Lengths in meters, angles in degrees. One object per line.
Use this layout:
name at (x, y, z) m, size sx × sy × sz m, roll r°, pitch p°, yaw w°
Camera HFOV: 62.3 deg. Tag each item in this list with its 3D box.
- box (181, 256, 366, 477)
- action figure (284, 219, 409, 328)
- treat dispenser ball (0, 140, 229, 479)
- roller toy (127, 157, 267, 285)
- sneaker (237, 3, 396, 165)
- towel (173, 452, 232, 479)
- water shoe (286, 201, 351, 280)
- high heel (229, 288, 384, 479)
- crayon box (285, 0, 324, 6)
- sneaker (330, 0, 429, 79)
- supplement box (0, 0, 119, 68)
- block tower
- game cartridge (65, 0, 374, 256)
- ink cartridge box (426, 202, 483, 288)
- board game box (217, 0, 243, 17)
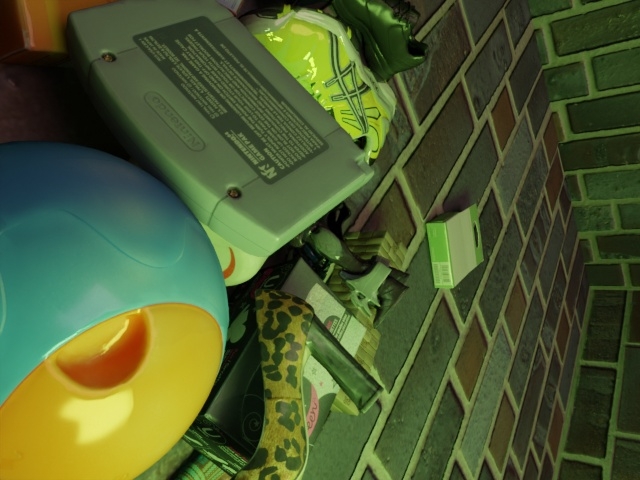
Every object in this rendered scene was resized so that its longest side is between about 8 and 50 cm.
box at (-0.070, 0.173, 0.714) m, size 0.163 × 0.142 × 0.247 m, roll 48°, pitch 51°, yaw -21°
action figure at (0.000, 0.000, 0.779) m, size 0.099 × 0.285 × 0.185 m, roll -50°, pitch 174°, yaw -3°
treat dispenser ball at (-0.220, 0.065, 0.430) m, size 0.288 × 0.288 × 0.288 m, roll 4°, pitch 84°, yaw -52°
roller toy at (-0.128, -0.056, 0.634) m, size 0.191 × 0.209 × 0.146 m, roll 41°, pitch 52°, yaw -13°
sneaker at (0.012, -0.242, 0.873) m, size 0.385 × 0.145 × 0.147 m, roll 22°, pitch 71°, yaw -49°
towel at (-0.193, 0.472, 0.649) m, size 0.370 × 0.040 × 0.271 m, roll -43°, pitch 121°, yaw -45°
water shoe at (-0.003, 0.021, 0.888) m, size 0.073 × 0.080 × 0.203 m, roll 31°, pitch 64°, yaw -47°
high heel at (-0.080, 0.183, 0.577) m, size 0.261 × 0.093 × 0.186 m, roll -40°, pitch 78°, yaw -23°
crayon box at (0.020, -0.516, 0.871) m, size 0.323 × 0.083 × 0.203 m, roll -36°, pitch 94°, yaw -42°
sneaker at (0.121, -0.450, 1.040) m, size 0.286 × 0.130 × 0.109 m, roll 42°, pitch 57°, yaw -41°
supplement box at (-0.238, -0.236, 0.600) m, size 0.233 × 0.080 × 0.078 m, roll -16°, pitch 102°, yaw -50°
block tower at (0.060, 0.130, 0.956) m, size 0.097 × 0.091 × 0.335 m, roll 50°, pitch 50°, yaw -39°
game cartridge at (-0.103, -0.129, 0.538) m, size 0.297 × 0.062 × 0.198 m, roll 47°, pitch 55°, yaw 6°
ink cartridge box at (0.355, 0.008, 1.380) m, size 0.235 × 0.056 × 0.171 m, roll -26°, pitch 109°, yaw -54°
board game box at (-0.126, -0.430, 0.687) m, size 0.145 × 0.027 × 0.281 m, roll 26°, pitch 70°, yaw -18°
